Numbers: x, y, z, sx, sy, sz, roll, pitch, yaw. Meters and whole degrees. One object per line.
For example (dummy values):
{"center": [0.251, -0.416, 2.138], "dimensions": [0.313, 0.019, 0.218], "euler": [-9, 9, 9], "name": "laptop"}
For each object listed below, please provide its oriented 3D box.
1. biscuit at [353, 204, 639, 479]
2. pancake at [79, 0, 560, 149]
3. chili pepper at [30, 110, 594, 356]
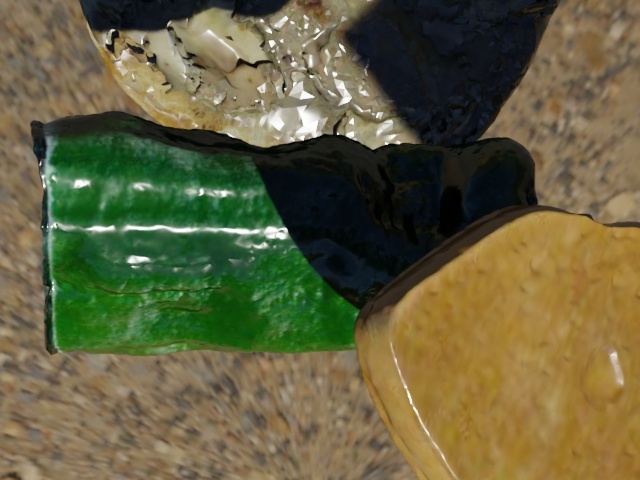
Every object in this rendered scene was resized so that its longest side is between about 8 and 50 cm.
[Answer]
{"center": [0.105, 0.058, 0.733], "dimensions": [0.221, 0.029, 0.142], "euler": [5, 87, -35], "name": "biscuit"}
{"center": [0.006, -0.225, 1.245], "dimensions": [0.382, 0.071, 0.382], "euler": [-4, 106, -13], "name": "pancake"}
{"center": [0.000, 0.000, 0.868], "dimensions": [0.270, 0.099, 0.136], "euler": [-3, 119, -9], "name": "chili pepper"}
